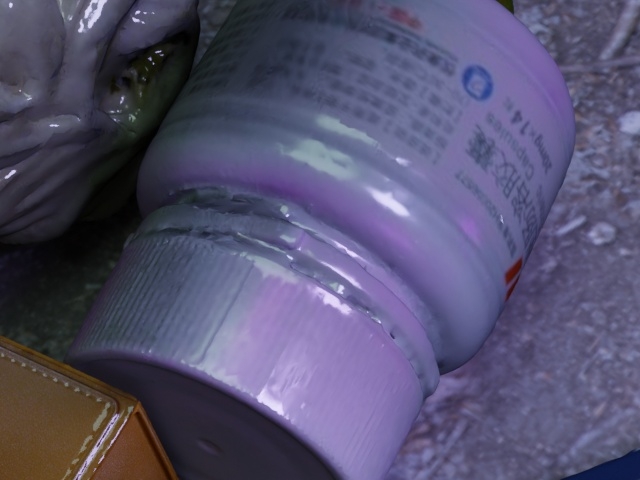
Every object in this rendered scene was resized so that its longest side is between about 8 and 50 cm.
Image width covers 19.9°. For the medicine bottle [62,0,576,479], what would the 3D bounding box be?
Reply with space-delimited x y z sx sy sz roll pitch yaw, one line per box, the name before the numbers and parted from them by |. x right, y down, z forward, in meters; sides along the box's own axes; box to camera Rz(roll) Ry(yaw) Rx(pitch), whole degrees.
medicine bottle | 0.000 0.000 1.179 0.256 0.256 0.325 18 60 18

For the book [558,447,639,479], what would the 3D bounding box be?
book | 0.283 0.194 1.018 0.428 0.039 0.300 -22 33 13

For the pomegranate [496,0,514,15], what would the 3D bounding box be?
pomegranate | 0.070 -0.184 1.364 0.159 0.159 0.205 18 35 18

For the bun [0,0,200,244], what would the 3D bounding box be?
bun | -0.203 -0.142 1.260 0.211 0.359 0.359 31 66 16

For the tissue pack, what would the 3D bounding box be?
tissue pack | -0.242 0.144 1.157 0.274 0.194 0.145 21 63 20
